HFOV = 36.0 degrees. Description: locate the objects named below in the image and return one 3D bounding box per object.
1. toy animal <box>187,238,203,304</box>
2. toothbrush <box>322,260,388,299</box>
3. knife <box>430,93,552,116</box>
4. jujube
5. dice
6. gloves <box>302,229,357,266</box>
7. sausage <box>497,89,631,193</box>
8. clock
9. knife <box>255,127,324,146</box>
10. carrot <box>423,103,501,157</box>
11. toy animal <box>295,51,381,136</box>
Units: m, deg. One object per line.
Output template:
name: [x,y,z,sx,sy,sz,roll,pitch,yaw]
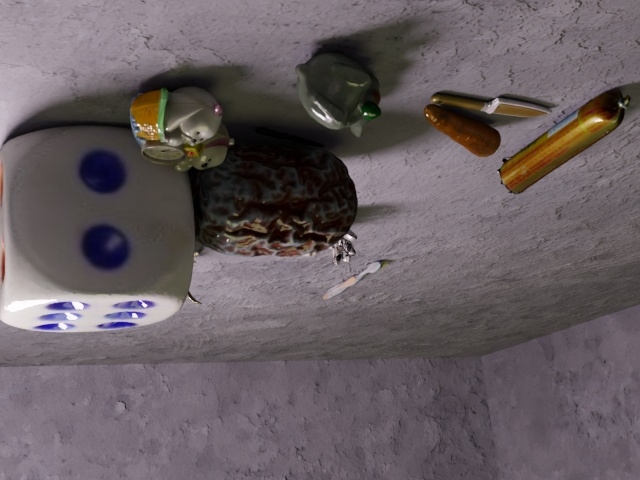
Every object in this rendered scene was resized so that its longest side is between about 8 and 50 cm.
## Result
toy animal: [-0.316,0.036,2.296,0.095,0.219,0.155,-30,-165,16]
toothbrush: [0.089,0.119,2.831,0.037,0.028,0.375,-6,165,-29]
knife: [0.304,-0.234,1.722,0.256,0.022,0.046,3,158,-30]
jujube: [-0.093,-0.073,1.767,0.317,0.226,0.226,0,163,-33]
dice: [-0.397,-0.014,1.700,0.304,0.304,0.277,1,163,-23]
gloves: [0.003,-0.006,2.244,0.212,0.111,0.127,-16,137,39]
sausage: [0.459,-0.189,1.850,0.082,0.082,0.371,1,161,-23]
clock: [-0.216,-0.177,1.573,0.144,0.103,0.231,1,163,4]
knife: [-0.051,-0.184,1.778,0.023,0.010,0.170,-13,165,42]
carrot: [0.243,-0.202,1.750,0.061,0.061,0.210,-18,157,35]
toy animal: [0.039,-0.228,1.541,0.138,0.108,0.236,34,-170,5]
